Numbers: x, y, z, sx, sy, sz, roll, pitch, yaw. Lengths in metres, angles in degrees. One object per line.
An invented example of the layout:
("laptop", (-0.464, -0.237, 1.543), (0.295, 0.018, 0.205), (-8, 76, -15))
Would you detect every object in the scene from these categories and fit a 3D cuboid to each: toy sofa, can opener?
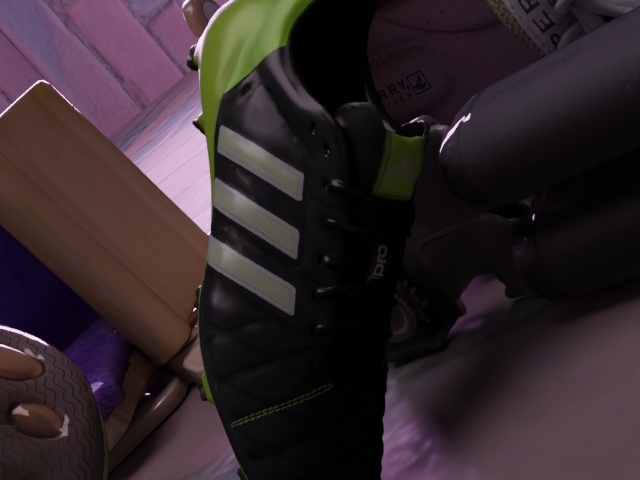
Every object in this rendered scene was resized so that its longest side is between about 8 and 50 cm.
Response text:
("toy sofa", (-0.241, 0.090, 0.658), (0.362, 0.150, 0.177), (-38, 15, 26))
("can opener", (0.084, -0.034, 0.367), (0.283, 0.076, 0.095), (-26, 21, 44))

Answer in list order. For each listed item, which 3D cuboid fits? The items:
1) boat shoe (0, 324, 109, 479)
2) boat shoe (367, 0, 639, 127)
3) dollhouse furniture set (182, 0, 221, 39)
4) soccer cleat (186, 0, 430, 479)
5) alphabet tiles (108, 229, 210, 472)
("boat shoe", (-0.152, 0.178, 0.310), (0.324, 0.123, 0.116), (-58, -13, -28))
("boat shoe", (0.069, -0.082, 0.444), (0.103, 0.118, 0.320), (-39, 9, -30))
("dollhouse furniture set", (0.096, -0.262, 0.842), (0.355, 0.174, 0.303), (-34, 16, 27))
("soccer cleat", (0.000, 0.000, 0.344), (0.072, 0.179, 0.060), (-19, -18, 38))
("alphabet tiles", (-0.052, 0.023, 0.678), (0.278, 0.021, 0.284), (-44, 14, -16))
